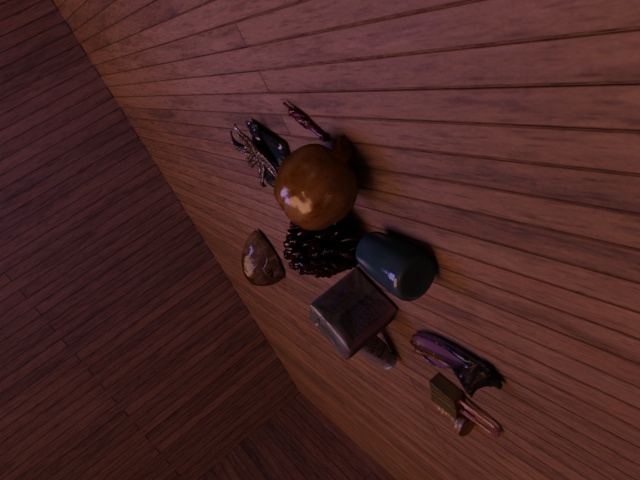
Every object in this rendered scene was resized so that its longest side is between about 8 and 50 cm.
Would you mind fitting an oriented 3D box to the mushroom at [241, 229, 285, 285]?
[{"bbox_3d":[-0.262,0.101,2.363,0.156,0.151,0.286,31,152,45],"label":"mushroom"}]

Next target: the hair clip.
[{"bbox_3d":[0.334,0.316,1.486,0.110,0.096,0.358,22,-179,-21],"label":"hair clip"}]

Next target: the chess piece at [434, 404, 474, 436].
[{"bbox_3d":[0.405,0.529,1.693,0.122,0.066,0.066,41,159,49],"label":"chess piece"}]

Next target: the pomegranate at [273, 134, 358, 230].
[{"bbox_3d":[-0.007,-0.121,1.287,0.207,0.207,0.207,45,160,22],"label":"pomegranate"}]

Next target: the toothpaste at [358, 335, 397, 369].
[{"bbox_3d":[0.136,0.318,1.795,0.073,0.114,0.299,-8,138,48],"label":"toothpaste"}]

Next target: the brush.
[{"bbox_3d":[0.415,0.488,1.606,0.233,0.047,0.103,35,151,42],"label":"brush"}]

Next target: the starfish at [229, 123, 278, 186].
[{"bbox_3d":[-0.192,-0.251,1.631,0.213,0.057,0.238,35,157,29],"label":"starfish"}]

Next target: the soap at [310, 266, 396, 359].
[{"bbox_3d":[0.093,0.218,1.655,0.182,0.199,0.138,45,157,20],"label":"soap"}]

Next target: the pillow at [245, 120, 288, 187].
[{"bbox_3d":[-0.138,-0.225,1.666,0.189,0.034,0.256,38,156,38],"label":"pillow"}]

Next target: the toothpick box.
[{"bbox_3d":[0.168,0.052,1.307,0.184,0.120,0.120,35,154,49],"label":"toothpick box"}]

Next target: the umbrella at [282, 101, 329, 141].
[{"bbox_3d":[-0.037,-0.285,1.341,0.165,0.025,0.027,42,137,24],"label":"umbrella"}]

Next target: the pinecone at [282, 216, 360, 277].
[{"bbox_3d":[0.000,0.000,1.487,0.221,0.221,0.221,45,160,22],"label":"pinecone"}]
